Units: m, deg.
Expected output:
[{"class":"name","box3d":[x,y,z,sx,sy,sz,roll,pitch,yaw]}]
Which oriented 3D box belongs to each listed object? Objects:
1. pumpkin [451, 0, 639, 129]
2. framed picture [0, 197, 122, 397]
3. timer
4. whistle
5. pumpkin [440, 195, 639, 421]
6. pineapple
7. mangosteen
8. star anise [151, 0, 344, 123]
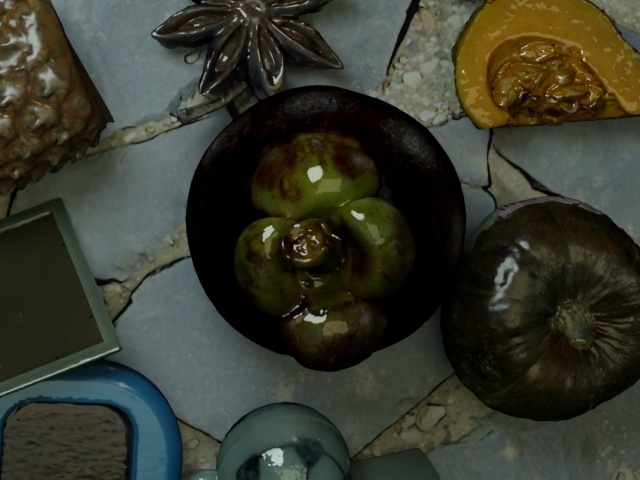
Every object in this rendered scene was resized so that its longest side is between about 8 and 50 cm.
[{"class":"pumpkin","box3d":[0.279,-0.211,1.556,0.278,0.111,0.163,-4,91,-3]},{"class":"framed picture","box3d":[-0.363,0.082,1.406,0.273,0.016,0.216,-21,56,-10]},{"class":"timer","box3d":[-0.306,0.291,1.447,0.308,0.115,0.340,3,93,-11]},{"class":"whistle","box3d":[-0.006,0.248,1.496,0.289,0.163,0.164,-9,96,-13]},{"class":"pumpkin","box3d":[0.262,0.084,1.527,0.260,0.189,0.260,-1,95,-12]},{"class":"pineapple","box3d":[-0.393,-0.106,1.367,0.362,0.202,0.202,-31,100,-2]},{"class":"mangosteen","box3d":[0.010,0.001,1.402,0.296,0.313,0.297,-9,141,-8]},{"class":"star anise","box3d":[-0.083,-0.231,1.479,0.230,0.081,0.262,30,81,-12]}]
